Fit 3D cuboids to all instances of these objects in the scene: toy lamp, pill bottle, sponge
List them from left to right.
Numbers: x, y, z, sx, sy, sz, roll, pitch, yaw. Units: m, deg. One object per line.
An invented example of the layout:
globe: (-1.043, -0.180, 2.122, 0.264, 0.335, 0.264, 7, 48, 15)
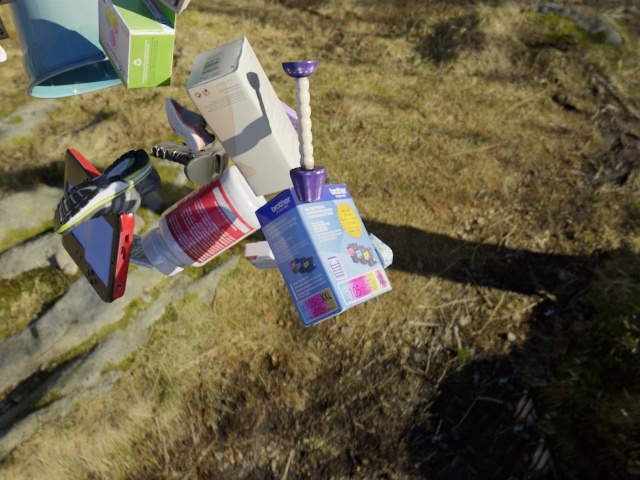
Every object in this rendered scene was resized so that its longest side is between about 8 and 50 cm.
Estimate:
pill bottle: (-0.393, -0.056, 1.849, 0.407, 0.229, 0.229, -32, 57, 10)
sponge: (-0.133, -0.392, 1.760, 0.117, 0.210, 0.031, -15, 74, 24)
toy lamp: (-0.030, -0.213, 1.081, 0.080, 0.275, 0.080, -3, 20, 1)

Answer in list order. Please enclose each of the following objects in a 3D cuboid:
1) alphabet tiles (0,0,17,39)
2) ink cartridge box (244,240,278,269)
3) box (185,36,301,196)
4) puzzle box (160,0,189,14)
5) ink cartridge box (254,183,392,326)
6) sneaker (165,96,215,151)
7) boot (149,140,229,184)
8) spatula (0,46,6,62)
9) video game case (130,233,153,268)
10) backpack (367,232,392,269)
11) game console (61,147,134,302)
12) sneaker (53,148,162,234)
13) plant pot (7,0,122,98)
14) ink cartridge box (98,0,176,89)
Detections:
alphabet tiles: (-0.632, -0.419, 0.932, 0.198, 0.237, 0.009, -27, 76, -21)
ink cartridge box: (-0.202, 0.054, 1.946, 0.099, 0.135, 0.056, -5, 67, 13)
box: (-0.151, -0.258, 1.186, 0.121, 0.311, 0.148, -15, 44, 16)
puzzle box: (-0.246, -0.482, 0.697, 0.272, 0.409, 0.052, 33, 73, -18)
ink cartridge box: (0.000, 0.000, 1.455, 0.270, 0.151, 0.396, -13, 75, -55)
sneaker: (-0.286, -0.258, 1.194, 0.064, 0.061, 0.158, -26, 67, -31)
boot: (-0.434, -0.254, 1.707, 0.228, 0.091, 0.263, 15, 20, 11)
spatula: (-0.351, -0.217, 0.388, 0.019, 0.242, 0.168, -27, 26, 23)
video game case: (-0.661, 0.037, 2.013, 0.173, 0.022, 0.190, 15, 24, 6)
backpack: (0.177, 0.048, 1.800, 0.084, 0.105, 0.114, -39, 56, -24)
game console: (-0.687, -0.033, 1.635, 0.342, 0.387, 0.060, 40, 38, 22)
sneaker: (-0.524, -0.096, 1.348, 0.299, 0.121, 0.111, -32, 48, 1)
plant pot: (-0.634, -0.578, 1.385, 0.340, 0.341, 0.335, -21, 102, -18)
ink cartridge box: (-0.366, -0.463, 1.076, 0.096, 0.255, 0.189, -16, 55, -32)
